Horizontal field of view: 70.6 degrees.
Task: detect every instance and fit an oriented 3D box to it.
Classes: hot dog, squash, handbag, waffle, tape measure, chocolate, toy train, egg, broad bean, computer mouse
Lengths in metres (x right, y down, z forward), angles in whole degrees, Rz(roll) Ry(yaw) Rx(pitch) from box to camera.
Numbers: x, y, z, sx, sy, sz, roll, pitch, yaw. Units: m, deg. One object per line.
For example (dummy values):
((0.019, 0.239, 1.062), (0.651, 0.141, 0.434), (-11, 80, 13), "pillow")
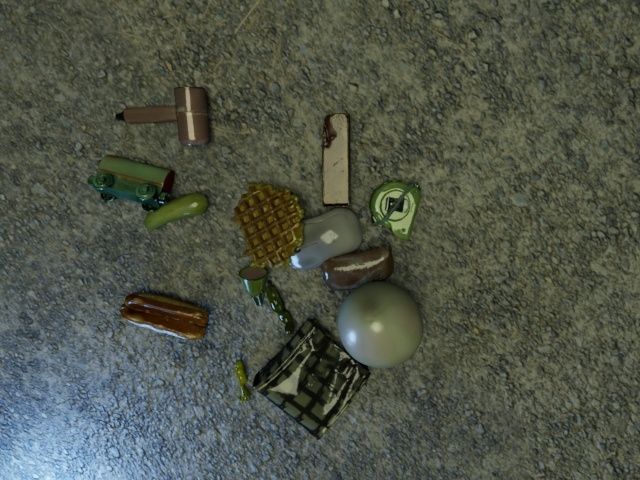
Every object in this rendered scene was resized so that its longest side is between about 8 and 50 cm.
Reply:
((-0.579, 0.273, 1.676), (0.337, 0.100, 0.135), (14, 94, 1), "hot dog")
((-0.240, 0.170, 1.641), (0.105, 0.105, 0.132), (2, 118, 4), "squash")
((-0.024, 0.501, 1.650), (0.325, 0.162, 0.327), (41, 94, -7), "handbag")
((-0.185, -0.052, 1.554), (0.281, 0.058, 0.301), (0, 92, 24), "waffle")
((0.252, -0.115, 1.525), (0.175, 0.106, 0.200), (16, 100, -2), "tape measure")
((-0.512, -0.105, 1.604), (0.250, 0.083, 0.083), (-18, 99, 10), "squash")
((0.131, 0.114, 1.552), (0.261, 0.083, 0.161), (-14, 140, 7), "chocolate")
((-0.649, -0.208, 1.570), (0.285, 0.116, 0.177), (14, 62, 4), "toy train")
((0.191, 0.273, 1.479), (0.283, 0.345, 0.283), (-5, 74, 19), "egg")
((-0.151, 0.245, 1.653), (0.048, 0.070, 0.214), (-27, 89, 2), "broad bean")
((0.000, 0.000, 1.564), (0.297, 0.121, 0.184), (-16, 101, 6), "computer mouse")

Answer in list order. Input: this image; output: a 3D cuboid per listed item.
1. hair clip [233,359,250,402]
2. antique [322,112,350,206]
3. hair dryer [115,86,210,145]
((-0.298, 0.532, 1.717), (0.046, 0.072, 0.173), (-8, 105, -5), "hair clip")
((0.054, -0.270, 1.522), (0.093, 0.087, 0.310), (1, 102, 6), "antique")
((-0.547, -0.416, 1.549), (0.344, 0.107, 0.189), (1, 103, 14), "hair dryer")
